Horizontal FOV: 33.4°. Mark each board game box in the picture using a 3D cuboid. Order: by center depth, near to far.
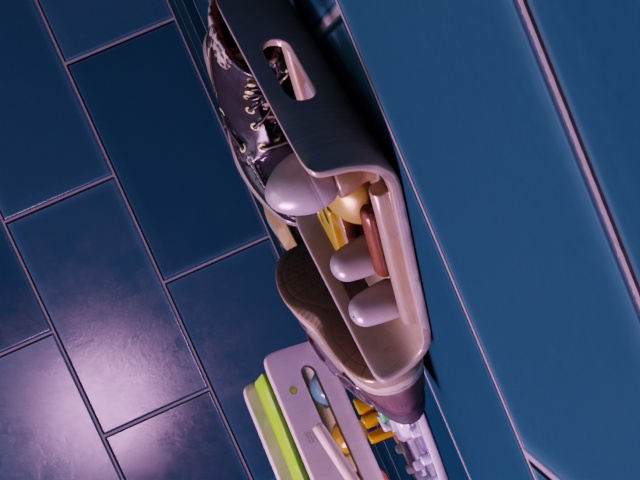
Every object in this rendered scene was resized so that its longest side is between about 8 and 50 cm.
[{"bbox_3d":[0.083,0.222,1.450,0.390,0.050,0.390,-121,9,-58],"label":"board game box"}]

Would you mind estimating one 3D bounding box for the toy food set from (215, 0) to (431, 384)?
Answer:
[{"bbox_3d":[-0.004,-0.038,0.900,0.306,0.092,0.220,73,171,-52],"label":"toy food set"}]

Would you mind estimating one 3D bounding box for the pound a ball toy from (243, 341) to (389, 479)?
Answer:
[{"bbox_3d":[0.030,0.292,1.491,0.319,0.135,0.208,64,150,21],"label":"pound a ball toy"}]

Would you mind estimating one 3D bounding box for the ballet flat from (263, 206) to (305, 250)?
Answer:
[{"bbox_3d":[0.000,0.000,1.277,0.232,0.080,0.073,61,145,27],"label":"ballet flat"}]

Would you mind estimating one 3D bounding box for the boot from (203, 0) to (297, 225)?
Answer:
[{"bbox_3d":[-0.054,-0.131,1.052,0.178,0.085,0.237,136,110,-82],"label":"boot"}]

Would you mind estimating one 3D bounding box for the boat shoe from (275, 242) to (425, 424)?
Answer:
[{"bbox_3d":[0.030,0.090,1.109,0.285,0.102,0.092,-132,23,-56],"label":"boat shoe"}]
